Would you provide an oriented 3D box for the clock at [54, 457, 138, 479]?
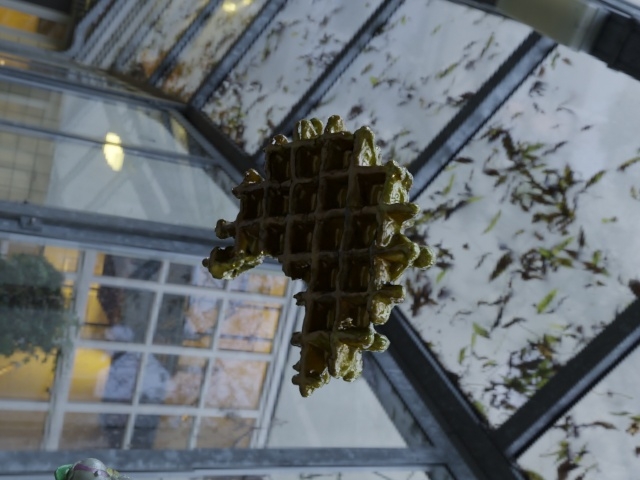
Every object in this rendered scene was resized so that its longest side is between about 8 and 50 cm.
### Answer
[{"bbox_3d":[-0.480,0.547,1.775,0.144,0.231,0.103,-33,-143,34],"label":"clock"}]

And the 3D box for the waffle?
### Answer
[{"bbox_3d":[0.000,0.000,0.876,0.259,0.069,0.293,-56,-131,17],"label":"waffle"}]
